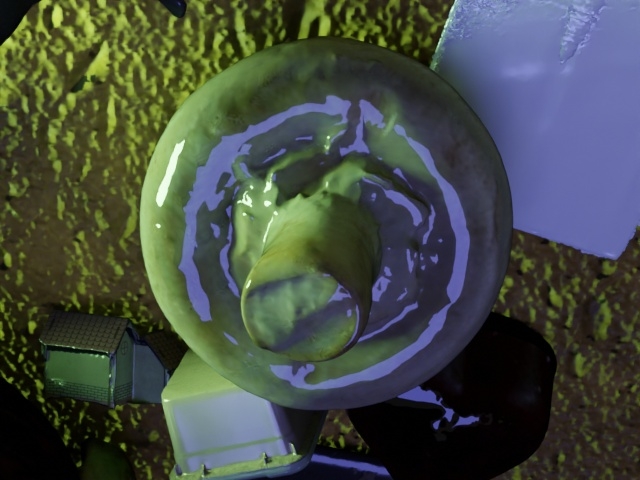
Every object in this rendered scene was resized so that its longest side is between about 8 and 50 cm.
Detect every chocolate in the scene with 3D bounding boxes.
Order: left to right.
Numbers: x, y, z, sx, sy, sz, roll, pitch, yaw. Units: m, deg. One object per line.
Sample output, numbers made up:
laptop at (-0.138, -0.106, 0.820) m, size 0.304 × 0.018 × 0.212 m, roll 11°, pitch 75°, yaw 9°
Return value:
chocolate at (0.065, 0.104, 0.988) m, size 0.149 × 0.080 × 0.125 m, roll 23°, pitch 121°, yaw -9°

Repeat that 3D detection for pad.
pad at (0.145, -0.101, 0.898) m, size 0.156 × 0.004 × 0.232 m, roll 19°, pitch 121°, yaw -5°

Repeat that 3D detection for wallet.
wallet at (0.001, 0.169, 1.071) m, size 0.157 × 0.018 × 0.082 m, roll 13°, pitch 123°, yaw -3°

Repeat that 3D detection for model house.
model house at (-0.130, 0.074, 1.013) m, size 0.083 × 0.057 × 0.058 m, roll 4°, pitch 97°, yaw 26°

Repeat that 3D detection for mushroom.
mushroom at (0.000, 0.000, 0.846) m, size 0.207 × 0.215 × 0.207 m, roll 2°, pitch 106°, yaw 5°

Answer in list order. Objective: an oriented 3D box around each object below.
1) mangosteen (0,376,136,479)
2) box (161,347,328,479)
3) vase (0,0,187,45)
mangosteen at (-0.250, 0.202, 0.976) m, size 0.288 × 0.288 × 0.288 m, roll 3°, pitch 122°, yaw 5°
box at (-0.046, 0.096, 0.977) m, size 0.089 × 0.122 × 0.062 m, roll -12°, pitch 106°, yaw 14°
vase at (-0.155, -0.151, 0.845) m, size 0.183 × 0.120 × 0.120 m, roll 2°, pitch 122°, yaw -11°
